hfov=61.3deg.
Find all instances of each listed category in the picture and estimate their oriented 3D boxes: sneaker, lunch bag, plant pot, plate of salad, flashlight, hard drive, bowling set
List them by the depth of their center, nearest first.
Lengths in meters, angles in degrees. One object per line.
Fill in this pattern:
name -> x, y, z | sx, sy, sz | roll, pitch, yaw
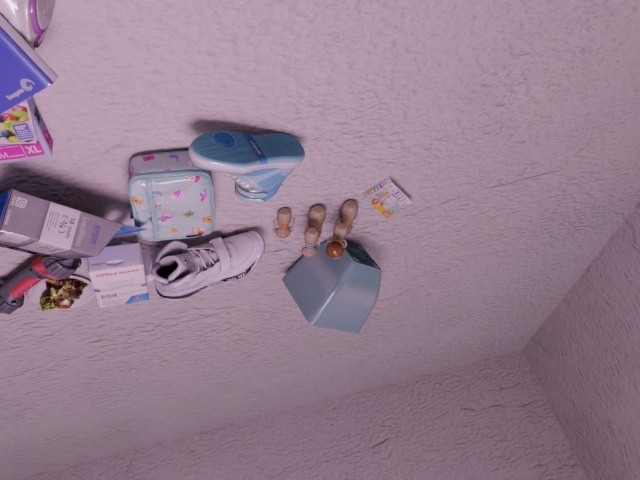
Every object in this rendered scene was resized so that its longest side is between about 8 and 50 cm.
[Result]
sneaker -> -0.540, -0.463, 0.894 | 0.152, 0.114, 0.305 | 10, 143, -4
hard drive -> -0.643, -0.358, 0.914 | 0.210, 0.040, 0.319 | -19, 131, 22
sneaker -> -0.207, -0.169, 1.386 | 0.318, 0.127, 0.208 | -5, 146, -38
lunch bag -> -0.396, -0.107, 1.433 | 0.223, 0.108, 0.279 | -8, 145, -15
flashlight -> -0.829, 0.118, 1.559 | 0.304, 0.103, 0.103 | -33, 146, 19
sneaker -> -0.339, 0.063, 1.604 | 0.365, 0.137, 0.210 | -25, 167, -5
plate of salad -> -0.809, 0.174, 1.694 | 0.199, 0.048, 0.200 | -12, 145, -8
bowling set -> 0.000, 0.000, 1.701 | 0.286, 0.200, 0.154 | -5, 145, -12
plant pot -> 0.065, 0.139, 1.890 | 0.247, 0.247, 0.252 | 18, 116, -41

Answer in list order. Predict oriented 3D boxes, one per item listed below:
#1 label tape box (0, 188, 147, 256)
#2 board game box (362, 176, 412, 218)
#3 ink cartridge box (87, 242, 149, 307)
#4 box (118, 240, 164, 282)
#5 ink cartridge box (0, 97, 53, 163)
label tape box -> -0.652, -0.014, 1.360 | 0.240, 0.106, 0.333 | -6, 160, 45
board game box -> 0.219, -0.137, 1.749 | 0.103, 0.026, 0.154 | -33, 143, 20
ink cartridge box -> -0.591, 0.103, 1.586 | 0.148, 0.086, 0.203 | -8, 146, -18
box -> -0.551, 0.072, 1.678 | 0.186, 0.038, 0.145 | 11, 136, -37
ink cartridge box -> -0.690, -0.283, 1.095 | 0.185, 0.065, 0.311 | -10, 144, -12
